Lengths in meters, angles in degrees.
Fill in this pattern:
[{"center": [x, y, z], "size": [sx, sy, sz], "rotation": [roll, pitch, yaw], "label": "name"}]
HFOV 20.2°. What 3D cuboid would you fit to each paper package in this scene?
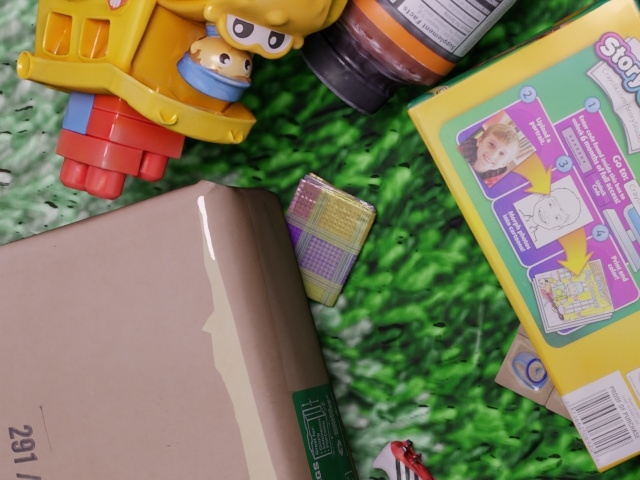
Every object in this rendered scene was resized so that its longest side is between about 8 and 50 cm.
[{"center": [-0.142, 0.146, 1.237], "size": [0.309, 0.168, 0.325], "rotation": [-15, 87, 18], "label": "paper package"}]

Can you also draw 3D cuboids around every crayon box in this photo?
[{"center": [0.197, -0.009, 1.182], "size": [0.165, 0.081, 0.278], "rotation": [-27, 92, 17], "label": "crayon box"}]

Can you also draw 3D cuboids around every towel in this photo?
[{"center": [0.000, 0.000, 1.280], "size": [0.060, 0.009, 0.083], "rotation": [25, 105, 8], "label": "towel"}]

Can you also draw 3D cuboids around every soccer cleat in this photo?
[{"center": [0.070, 0.181, 1.285], "size": [0.035, 0.029, 0.083], "rotation": [-40, 85, 26], "label": "soccer cleat"}]

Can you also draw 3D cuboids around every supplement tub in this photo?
[{"center": [0.076, -0.176, 1.183], "size": [0.106, 0.106, 0.198], "rotation": [46, 107, 3], "label": "supplement tub"}]

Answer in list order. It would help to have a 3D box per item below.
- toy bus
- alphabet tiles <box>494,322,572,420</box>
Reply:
[{"center": [-0.096, -0.125, 1.154], "size": [0.220, 0.149, 0.211], "rotation": [12, 87, 48], "label": "toy bus"}, {"center": [0.256, 0.038, 1.223], "size": [0.198, 0.009, 0.237], "rotation": [27, 104, 9], "label": "alphabet tiles"}]
